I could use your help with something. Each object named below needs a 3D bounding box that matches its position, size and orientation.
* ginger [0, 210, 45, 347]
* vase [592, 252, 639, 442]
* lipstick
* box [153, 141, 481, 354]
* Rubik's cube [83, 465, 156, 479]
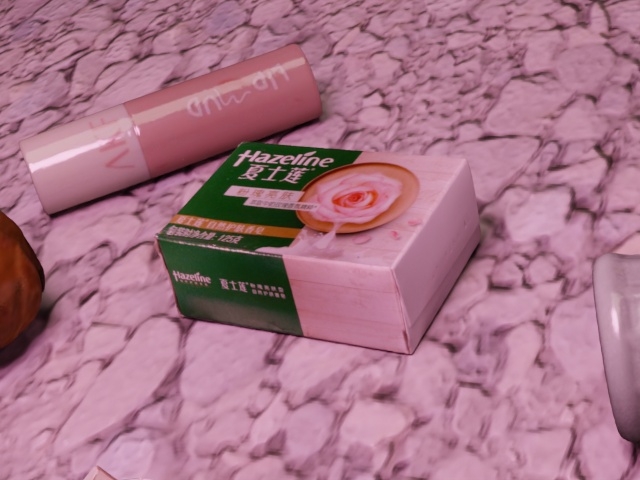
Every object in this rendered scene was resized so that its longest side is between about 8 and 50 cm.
[{"bbox_3d":[-0.360,0.008,1.040,0.321,0.165,0.172,14,0,37],"label":"ginger"},{"bbox_3d":[0.310,0.040,0.767,0.299,0.143,0.143,-8,34,14],"label":"vase"},{"bbox_3d":[-0.128,-0.097,1.183,0.254,0.070,0.070,-21,34,-9],"label":"lipstick"},{"bbox_3d":[0.000,0.000,0.990,0.199,0.081,0.135,8,40,27],"label":"box"},{"bbox_3d":[-0.129,0.172,0.791,0.073,0.084,0.075,3,21,18],"label":"Rubik's cube"}]
